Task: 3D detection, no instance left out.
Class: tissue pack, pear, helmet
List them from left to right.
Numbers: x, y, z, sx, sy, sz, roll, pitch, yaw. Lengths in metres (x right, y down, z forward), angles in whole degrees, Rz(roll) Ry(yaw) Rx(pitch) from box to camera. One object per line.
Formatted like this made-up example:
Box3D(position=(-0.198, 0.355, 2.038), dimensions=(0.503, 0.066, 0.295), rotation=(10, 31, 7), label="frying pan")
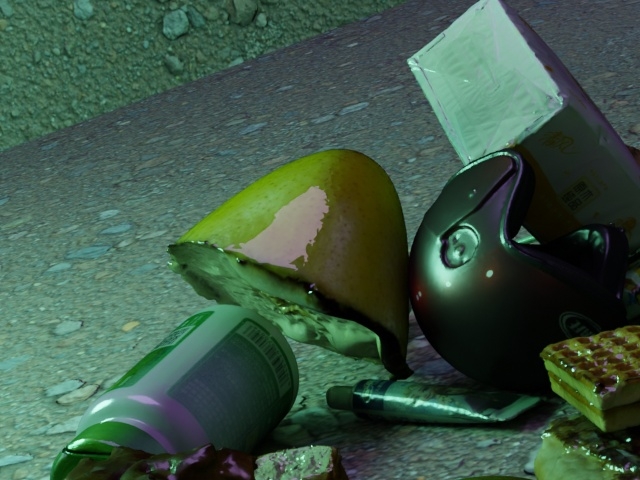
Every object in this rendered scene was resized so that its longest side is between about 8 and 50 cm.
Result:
Box3D(position=(-0.002, -0.001, 1.810), dimensions=(0.267, 0.267, 0.178), rotation=(9, 71, 58), label="pear")
Box3D(position=(0.175, 0.035, 1.735), dimensions=(0.193, 0.189, 0.216), rotation=(-55, 38, 1), label="helmet")
Box3D(position=(0.210, -0.095, 1.873), dimensions=(0.124, 0.225, 0.185), rotation=(-38, 44, 11), label="tissue pack")

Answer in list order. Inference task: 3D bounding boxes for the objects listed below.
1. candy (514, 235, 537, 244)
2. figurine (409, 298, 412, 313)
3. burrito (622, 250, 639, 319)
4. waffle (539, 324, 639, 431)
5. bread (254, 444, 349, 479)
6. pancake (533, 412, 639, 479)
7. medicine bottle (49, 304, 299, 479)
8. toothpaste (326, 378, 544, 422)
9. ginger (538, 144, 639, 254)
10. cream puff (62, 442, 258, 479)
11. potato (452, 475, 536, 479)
Box3D(position=(0.214, 0.004, 2.103), dimensions=(0.202, 0.061, 0.061), rotation=(-20, 12, 31), label="candy")
Box3D(position=(0.027, 0.051, 1.972), dimensions=(0.125, 0.138, 0.125), rotation=(-13, 59, 22), label="figurine")
Box3D(position=(0.384, 0.009, 1.874), dimensions=(0.288, 0.054, 0.104), rotation=(-25, 18, -29), label="burrito")
Box3D(position=(0.241, 0.106, 1.534), dimensions=(0.102, 0.042, 0.148), rotation=(-12, 11, -10), label="waffle")
Box3D(position=(-0.016, 0.206, 1.578), dimensions=(0.083, 0.070, 0.076), rotation=(-11, 17, 10), label="bread")
Box3D(position=(0.290, 0.165, 1.475), dimensions=(0.244, 0.057, 0.266), rotation=(-17, 17, -38), label="pancake")
Box3D(position=(-0.128, 0.165, 1.721), dimensions=(0.133, 0.133, 0.274), rotation=(-9, 16, 26), label="medicine bottle")
Box3D(position=(0.094, 0.145, 1.745), dimensions=(0.216, 0.037, 0.062), rotation=(1, 17, 39), label="toothpaste")
Box3D(position=(0.294, -0.034, 2.006), dimensions=(0.213, 0.137, 0.074), rotation=(-23, -26, -4), label="ginger")
Box3D(position=(-0.129, 0.239, 1.444), dimensions=(0.269, 0.155, 0.241), rotation=(-12, 9, 41), label="cream puff")
Box3D(position=(0.075, 0.233, 1.192), dimensions=(0.253, 0.148, 0.186), rotation=(0, -37, -40), label="potato")
